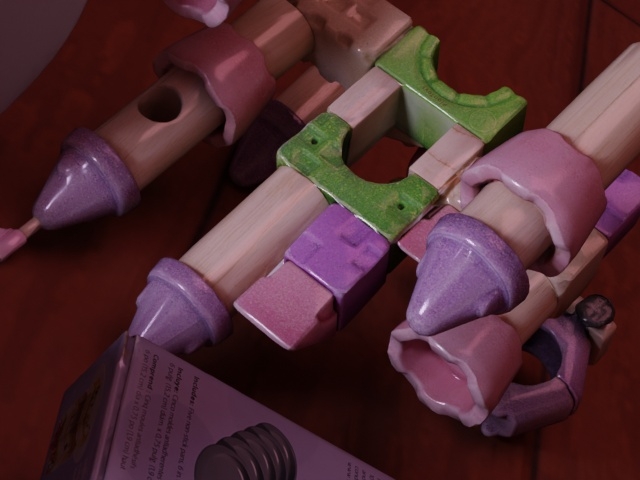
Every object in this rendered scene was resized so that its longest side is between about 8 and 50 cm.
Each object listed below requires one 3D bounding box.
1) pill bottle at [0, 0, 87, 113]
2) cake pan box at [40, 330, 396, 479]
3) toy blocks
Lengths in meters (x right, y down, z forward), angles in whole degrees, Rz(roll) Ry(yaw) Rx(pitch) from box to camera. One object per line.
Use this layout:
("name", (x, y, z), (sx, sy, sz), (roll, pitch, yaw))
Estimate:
("pill bottle", (-0.295, -0.211, 0.862), (0.361, 0.204, 0.204), (46, 35, 10))
("cake pan box", (-0.018, 0.204, 0.717), (0.246, 0.070, 0.267), (29, 44, -23))
("toy blocks", (0.000, 0.000, 0.932), (0.288, 0.309, 0.260), (37, 65, 18))
